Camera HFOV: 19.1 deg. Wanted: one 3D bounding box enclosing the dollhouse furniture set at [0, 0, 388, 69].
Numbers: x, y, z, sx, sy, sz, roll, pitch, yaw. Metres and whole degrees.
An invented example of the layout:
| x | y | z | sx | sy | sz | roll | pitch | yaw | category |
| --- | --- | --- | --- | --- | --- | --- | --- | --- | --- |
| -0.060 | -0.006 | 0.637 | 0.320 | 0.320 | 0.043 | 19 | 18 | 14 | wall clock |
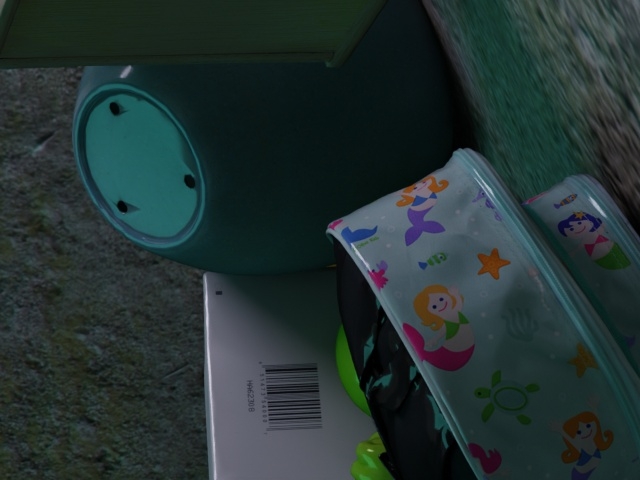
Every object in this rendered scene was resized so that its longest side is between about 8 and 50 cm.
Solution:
| x | y | z | sx | sy | sz | roll | pitch | yaw | category |
| --- | --- | --- | --- | --- | --- | --- | --- | --- | --- |
| -0.111 | -0.323 | 1.232 | 0.362 | 0.256 | 0.394 | 128 | 134 | -56 | dollhouse furniture set |

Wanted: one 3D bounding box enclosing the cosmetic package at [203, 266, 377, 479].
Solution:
| x | y | z | sx | sy | sz | roll | pitch | yaw | category |
| --- | --- | --- | --- | --- | --- | --- | --- | --- | --- |
| -0.026 | 0.171 | 1.569 | 0.225 | 0.138 | 0.224 | 99 | 168 | -62 | cosmetic package |

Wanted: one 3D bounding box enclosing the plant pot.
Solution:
| x | y | z | sx | sy | sz | roll | pitch | yaw | category |
| --- | --- | --- | --- | --- | --- | --- | --- | --- | --- |
| -0.073 | -0.089 | 1.439 | 0.290 | 0.195 | 0.290 | 20 | 125 | 32 | plant pot |

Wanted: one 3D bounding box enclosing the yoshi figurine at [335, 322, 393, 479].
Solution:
| x | y | z | sx | sy | sz | roll | pitch | yaw | category |
| --- | --- | --- | --- | --- | --- | --- | --- | --- | --- |
| 0.125 | 0.165 | 1.426 | 0.203 | 0.203 | 0.362 | -43 | -68 | -87 | yoshi figurine |

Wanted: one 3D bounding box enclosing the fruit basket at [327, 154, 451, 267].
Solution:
| x | y | z | sx | sy | sz | roll | pitch | yaw | category |
| --- | --- | --- | --- | --- | --- | --- | --- | --- | --- |
| 0.053 | -0.047 | 1.630 | 0.327 | 0.165 | 0.353 | 61 | 157 | -6 | fruit basket |

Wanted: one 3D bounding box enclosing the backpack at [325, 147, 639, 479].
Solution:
| x | y | z | sx | sy | sz | roll | pitch | yaw | category |
| --- | --- | --- | --- | --- | --- | --- | --- | --- | --- |
| 0.109 | 0.072 | 1.048 | 0.225 | 0.191 | 0.253 | 60 | -179 | 34 | backpack |
